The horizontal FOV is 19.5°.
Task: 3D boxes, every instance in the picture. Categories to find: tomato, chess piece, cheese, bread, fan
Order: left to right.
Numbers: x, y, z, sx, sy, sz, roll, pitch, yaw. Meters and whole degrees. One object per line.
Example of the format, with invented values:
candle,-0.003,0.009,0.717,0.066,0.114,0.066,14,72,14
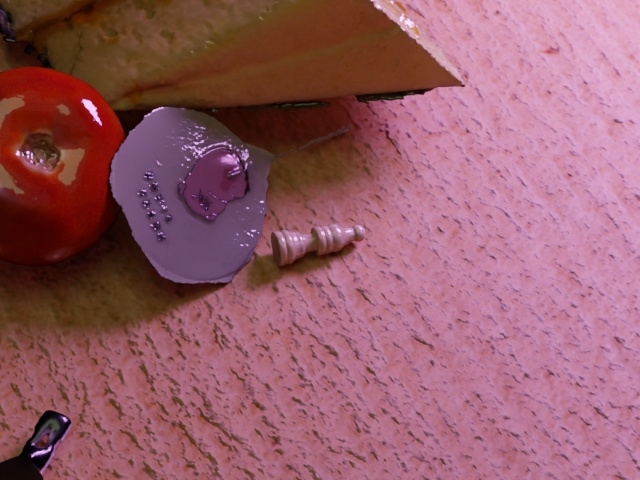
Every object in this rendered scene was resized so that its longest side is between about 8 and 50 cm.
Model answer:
cheese,-0.266,0.213,1.634,0.086,0.036,0.162,15,51,14
tomato,-0.278,-0.069,1.792,0.195,0.136,0.195,5,74,-18
bread,-0.117,-0.221,1.972,0.405,0.242,0.345,-33,42,13
fan,-0.074,-0.069,1.847,0.310,0.010,0.182,-27,94,-39
chess piece,0.000,0.000,1.828,0.092,0.035,0.035,-11,51,-15
